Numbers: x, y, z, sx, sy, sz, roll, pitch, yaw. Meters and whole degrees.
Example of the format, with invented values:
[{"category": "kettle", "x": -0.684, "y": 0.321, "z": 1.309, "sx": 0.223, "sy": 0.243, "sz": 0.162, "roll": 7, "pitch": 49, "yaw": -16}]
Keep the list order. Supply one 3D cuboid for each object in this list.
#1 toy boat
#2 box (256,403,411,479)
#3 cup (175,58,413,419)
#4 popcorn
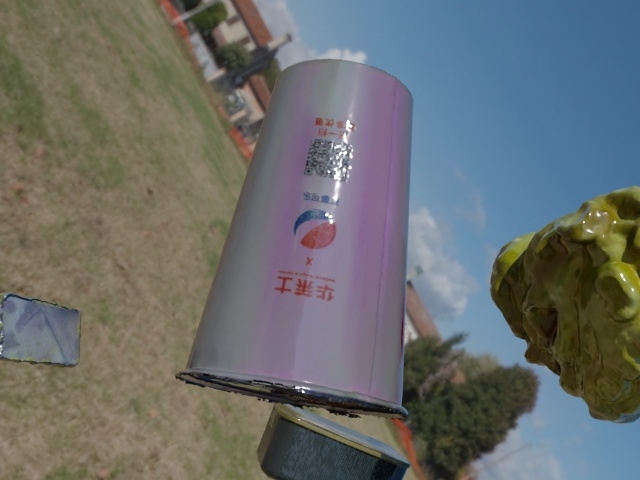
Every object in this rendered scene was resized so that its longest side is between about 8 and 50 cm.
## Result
[{"category": "toy boat", "x": -0.272, "y": 0.088, "z": 0.694, "sx": 0.115, "sy": 0.016, "sz": 0.063, "roll": 39, "pitch": 45, "yaw": -67}, {"category": "box", "x": 0.012, "y": 0.311, "z": 1.027, "sx": 0.201, "sy": 0.090, "sz": 0.144, "roll": 24, "pitch": -6, "yaw": -8}, {"category": "cup", "x": 0.000, "y": 0.000, "z": 0.641, "sx": 0.203, "sy": 0.203, "sz": 0.288, "roll": 64, "pitch": 34, "yaw": -71}, {"category": "popcorn", "x": 0.297, "y": 0.074, "z": 0.747, "sx": 0.286, "sy": 0.174, "sz": 0.225, "roll": 135, "pitch": -55, "yaw": -69}]
